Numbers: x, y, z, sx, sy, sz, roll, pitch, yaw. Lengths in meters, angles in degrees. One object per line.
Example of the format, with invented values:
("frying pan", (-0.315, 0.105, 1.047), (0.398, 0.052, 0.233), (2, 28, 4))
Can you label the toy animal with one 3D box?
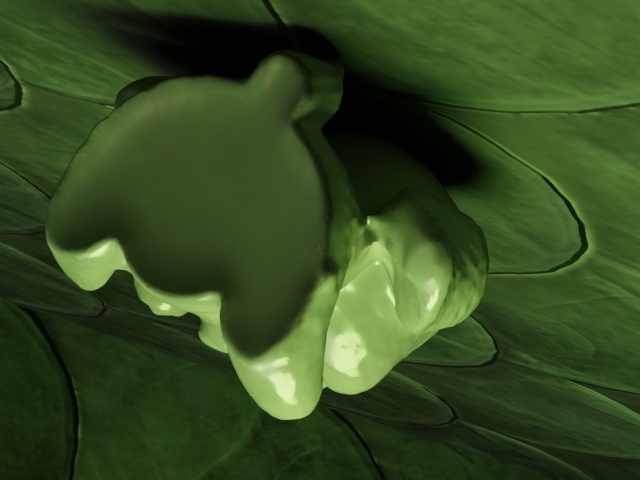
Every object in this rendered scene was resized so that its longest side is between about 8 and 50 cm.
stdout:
("toy animal", (0.000, 0.000, 1.153), (0.272, 0.206, 0.265), (28, -177, 36))
